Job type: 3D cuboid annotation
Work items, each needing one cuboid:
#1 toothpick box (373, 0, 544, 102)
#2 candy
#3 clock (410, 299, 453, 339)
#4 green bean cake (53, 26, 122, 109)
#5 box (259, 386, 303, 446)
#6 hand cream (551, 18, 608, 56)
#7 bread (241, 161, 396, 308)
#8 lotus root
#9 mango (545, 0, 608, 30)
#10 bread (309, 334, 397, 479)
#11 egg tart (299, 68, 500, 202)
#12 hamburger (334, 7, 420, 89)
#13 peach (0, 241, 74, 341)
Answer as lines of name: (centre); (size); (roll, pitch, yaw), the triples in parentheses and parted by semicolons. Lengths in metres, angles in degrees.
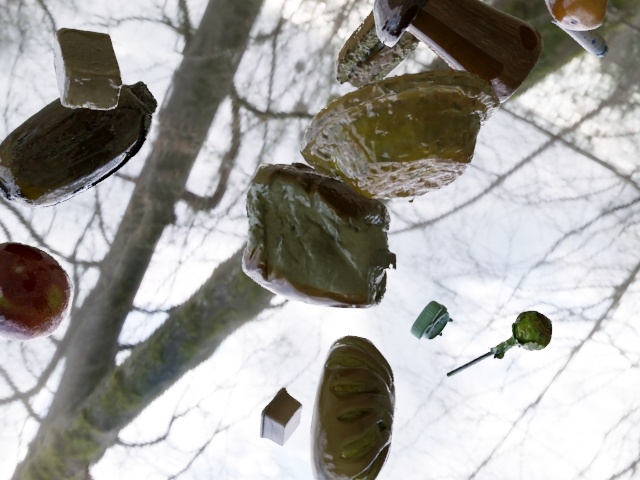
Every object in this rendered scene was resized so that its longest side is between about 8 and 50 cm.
toothpick box: (0.236, -0.378, 1.694); (0.294, 0.192, 0.192); (33, -159, -6)
candy: (0.355, 0.221, 1.946); (0.073, 0.262, 0.077); (19, -132, -41)
clock: (0.277, 0.199, 2.362); (0.041, 0.101, 0.135); (37, -170, 28)
green bean cake: (-0.451, -0.331, 1.864); (0.109, 0.085, 0.179); (-1, -139, -24)
box: (-0.085, 0.389, 2.112); (0.062, 0.122, 0.089); (31, -125, 17)
hand cream: (0.567, -0.450, 2.082); (0.170, 0.065, 0.043); (29, -144, -40)
bread: (0.000, 0.000, 1.681); (0.279, 0.225, 0.250); (20, -171, 2)
lotus root: (-0.514, -0.213, 2.055); (0.397, 0.196, 0.179); (-37, -128, -18)
mango: (0.441, -0.446, 1.638); (0.102, 0.141, 0.217); (16, -131, 1)
bread: (0.071, 0.346, 1.928); (0.160, 0.333, 0.333); (5, -159, 7)
egg tart: (0.130, -0.147, 1.486); (0.319, 0.319, 0.128); (4, -117, -43)
hamburger: (0.132, -0.456, 2.147); (0.124, 0.262, 0.131); (23, -139, -35)
peach: (-0.604, 0.103, 1.968); (0.196, 0.190, 0.226); (39, -171, 19)
